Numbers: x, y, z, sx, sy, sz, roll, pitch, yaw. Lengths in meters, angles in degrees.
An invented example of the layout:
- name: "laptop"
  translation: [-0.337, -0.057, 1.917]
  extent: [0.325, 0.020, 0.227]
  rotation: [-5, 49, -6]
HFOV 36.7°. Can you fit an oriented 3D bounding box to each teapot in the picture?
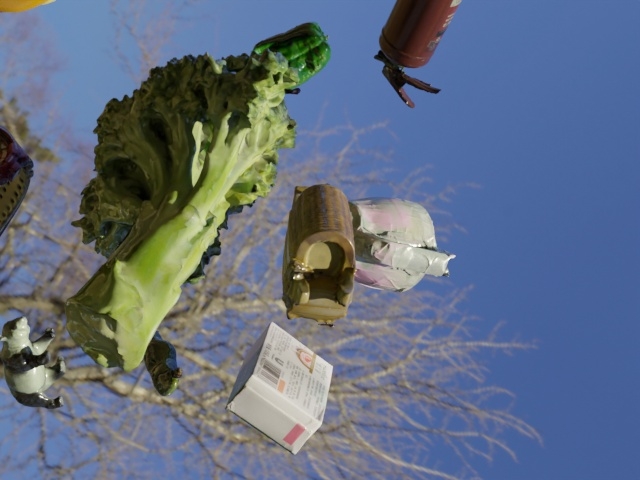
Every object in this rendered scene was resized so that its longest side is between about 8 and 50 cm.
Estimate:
- name: "teapot"
  translation: [0.100, 0.019, 1.659]
  extent: [0.163, 0.178, 0.221]
  rotation: [-60, -141, 28]

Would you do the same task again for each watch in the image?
- name: "watch"
  translation: [-0.472, -0.038, 1.260]
  extent: [0.102, 0.165, 0.268]
  rotation: [48, -57, 16]

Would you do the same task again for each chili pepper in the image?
- name: "chili pepper"
  translation: [-0.099, -0.290, 1.645]
  extent: [0.253, 0.099, 0.083]
  rotation: [-21, -152, 5]

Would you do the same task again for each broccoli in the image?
- name: "broccoli"
  translation: [-0.192, -0.015, 1.155]
  extent: [0.275, 0.353, 0.396]
  rotation: [12, -111, 6]

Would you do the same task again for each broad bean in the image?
- name: "broad bean"
  translation: [-0.250, 0.200, 1.534]
  extent: [0.061, 0.046, 0.195]
  rotation: [-67, -156, 4]

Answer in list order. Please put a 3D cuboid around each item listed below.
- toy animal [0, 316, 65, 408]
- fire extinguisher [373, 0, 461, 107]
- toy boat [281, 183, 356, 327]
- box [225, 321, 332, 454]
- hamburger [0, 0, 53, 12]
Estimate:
- name: "toy animal"
  translation: [-0.623, 0.261, 2.068]
  extent: [0.121, 0.225, 0.093]
  rotation: [-2, -143, 1]
- name: "fire extinguisher"
  translation: [0.193, -0.382, 1.700]
  extent: [0.106, 0.147, 0.337]
  rotation: [-41, 164, -43]
- name: "toy boat"
  translation: [0.000, 0.000, 1.245]
  extent: [0.310, 0.089, 0.115]
  rotation: [-89, -172, -59]
- name: "box"
  translation: [-0.061, 0.233, 1.543]
  extent: [0.081, 0.135, 0.199]
  rotation: [-51, -173, 21]
- name: "hamburger"
  translation: [-0.367, -0.345, 1.125]
  extent: [0.162, 0.162, 0.115]
  rotation: [-46, -159, 8]
